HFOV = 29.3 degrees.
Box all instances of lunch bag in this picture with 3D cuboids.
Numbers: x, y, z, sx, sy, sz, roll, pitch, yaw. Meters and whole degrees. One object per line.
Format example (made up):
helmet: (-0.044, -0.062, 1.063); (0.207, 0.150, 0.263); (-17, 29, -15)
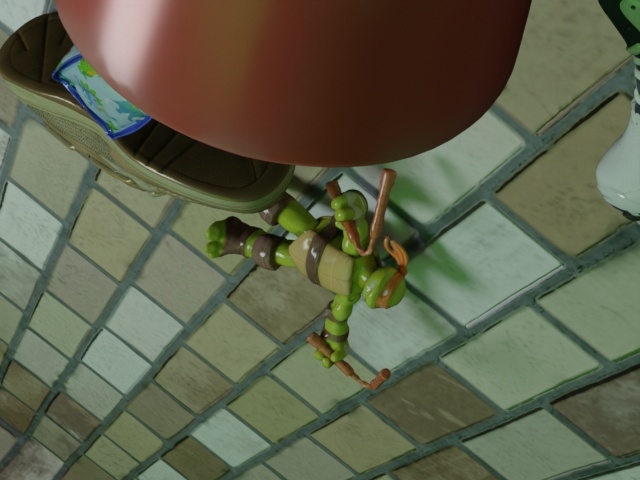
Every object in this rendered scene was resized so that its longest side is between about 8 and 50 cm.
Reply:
lunch bag: (-0.123, -0.160, 0.962); (0.096, 0.129, 0.151); (48, 151, -20)

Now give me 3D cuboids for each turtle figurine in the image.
turtle figurine: (0.000, 0.000, 1.109); (0.217, 0.087, 0.269); (29, 141, 25)

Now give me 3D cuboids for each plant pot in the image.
plant pot: (0.009, -0.214, 0.619); (0.275, 0.275, 0.243); (32, 141, 10)

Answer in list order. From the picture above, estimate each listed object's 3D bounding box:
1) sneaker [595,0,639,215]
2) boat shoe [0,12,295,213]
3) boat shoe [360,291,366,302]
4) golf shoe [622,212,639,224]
sneaker: (0.198, -0.117, 0.701); (0.153, 0.094, 0.235); (40, 152, -3)
boat shoe: (-0.147, -0.103, 1.101); (0.341, 0.121, 0.110); (31, 158, 33)
boat shoe: (0.025, 0.024, 1.179); (0.100, 0.035, 0.035); (33, 125, 16)
golf shoe: (0.279, -0.024, 0.768); (0.094, 0.077, 0.198); (46, 152, -17)
